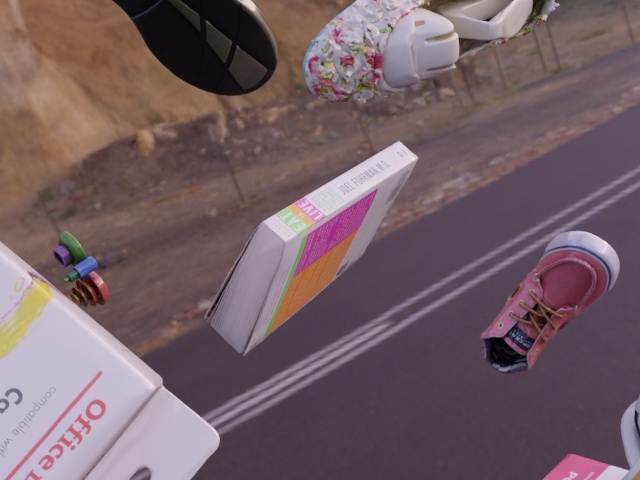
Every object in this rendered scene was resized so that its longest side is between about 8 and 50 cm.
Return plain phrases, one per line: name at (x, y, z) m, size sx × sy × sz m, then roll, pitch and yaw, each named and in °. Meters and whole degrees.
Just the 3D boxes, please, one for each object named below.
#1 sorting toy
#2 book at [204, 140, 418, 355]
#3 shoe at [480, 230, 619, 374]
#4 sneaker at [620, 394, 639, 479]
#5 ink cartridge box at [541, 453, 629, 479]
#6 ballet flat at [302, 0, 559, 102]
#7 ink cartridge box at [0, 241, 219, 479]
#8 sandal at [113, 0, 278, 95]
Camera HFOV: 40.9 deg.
sorting toy at (-0.297, 0.040, 1.036) m, size 0.042 × 0.102 × 0.061 m, roll -37°, pitch 8°, yaw -31°
book at (0.000, 0.000, 0.539) m, size 0.144 × 0.035 × 0.096 m, roll -33°, pitch -21°, yaw -47°
shoe at (0.195, 0.061, 0.747) m, size 0.081 × 0.063 × 0.178 m, roll -52°, pitch -8°, yaw -24°
sneaker at (0.299, 0.105, 0.598) m, size 0.127 × 0.126 × 0.321 m, roll 33°, pitch 36°, yaw 16°
ink cartridge box at (0.315, 0.312, 0.772) m, size 0.100 × 0.172 × 0.237 m, roll -34°, pitch 18°, yaw -26°
ballet flat at (0.096, -0.169, 0.669) m, size 0.241 × 0.091 × 0.077 m, roll -33°, pitch 45°, yaw -27°
ink cartridge box at (-0.153, 0.071, 0.389) m, size 0.115 × 0.198 × 0.067 m, roll -51°, pitch 1°, yaw -10°
sandal at (-0.157, -0.265, 0.849) m, size 0.120 × 0.302 × 0.086 m, roll -32°, pitch 28°, yaw 37°
